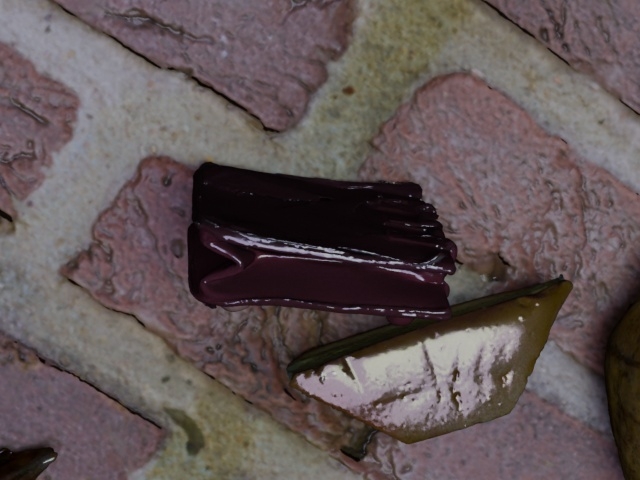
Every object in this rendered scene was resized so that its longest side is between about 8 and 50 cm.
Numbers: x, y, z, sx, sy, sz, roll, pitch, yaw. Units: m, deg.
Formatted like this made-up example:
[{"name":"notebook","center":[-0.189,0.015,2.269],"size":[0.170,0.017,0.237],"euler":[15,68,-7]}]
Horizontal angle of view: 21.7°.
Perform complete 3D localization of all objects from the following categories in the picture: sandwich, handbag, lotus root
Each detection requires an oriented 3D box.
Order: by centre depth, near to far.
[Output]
[{"name":"handbag","center":[-0.001,0.003,1.336],"size":[0.216,0.203,0.074],"euler":[7,108,-8]},{"name":"sandwich","center":[0.099,0.106,1.422],"size":[0.258,0.094,0.096],"euler":[-16,101,-6]},{"name":"lotus root","center":[0.319,0.130,1.439],"size":[0.145,0.128,0.260],"euler":[-13,108,-19]}]

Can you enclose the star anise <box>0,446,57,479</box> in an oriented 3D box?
[{"name":"star anise","center":[-0.352,0.240,1.391],"size":[0.288,0.088,0.288],"euler":[1,85,-10]}]
